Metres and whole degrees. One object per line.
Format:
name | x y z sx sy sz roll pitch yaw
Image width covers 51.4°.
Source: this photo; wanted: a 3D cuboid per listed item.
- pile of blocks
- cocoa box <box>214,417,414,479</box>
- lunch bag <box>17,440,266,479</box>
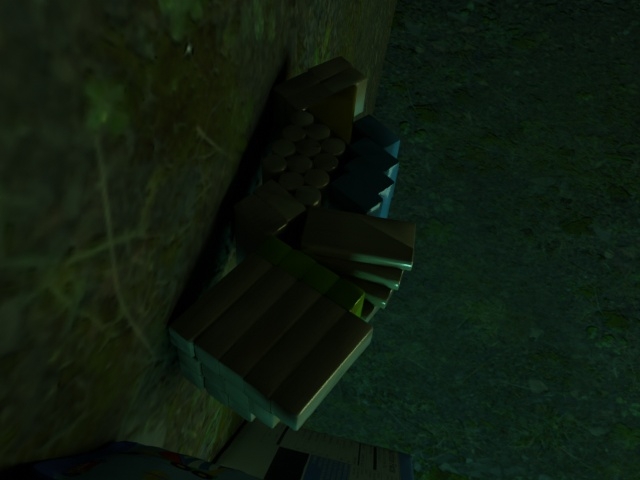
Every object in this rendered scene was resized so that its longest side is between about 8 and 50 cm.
pile of blocks | 0.000 0.000 0.552 0.113 0.148 0.362 96 8 -51
cocoa box | -0.030 0.422 0.777 0.231 0.227 0.348 0 102 -85
lunch bag | -0.025 0.164 0.249 0.293 0.220 0.138 -1 103 -85
